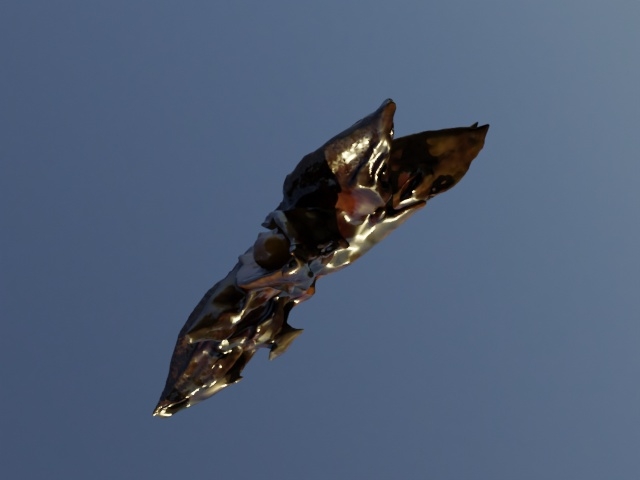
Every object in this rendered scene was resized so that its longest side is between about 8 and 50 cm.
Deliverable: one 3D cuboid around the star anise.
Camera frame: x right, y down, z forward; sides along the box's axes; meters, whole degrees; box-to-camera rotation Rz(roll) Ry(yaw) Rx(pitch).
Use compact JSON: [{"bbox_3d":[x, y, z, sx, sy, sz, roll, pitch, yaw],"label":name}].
[{"bbox_3d":[-0.003,-0.003,0.846,0.053,0.212,0.157,49,167,12],"label":"star anise"}]
